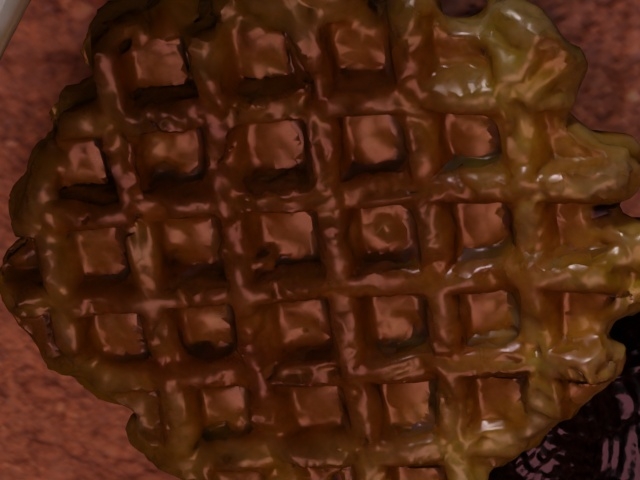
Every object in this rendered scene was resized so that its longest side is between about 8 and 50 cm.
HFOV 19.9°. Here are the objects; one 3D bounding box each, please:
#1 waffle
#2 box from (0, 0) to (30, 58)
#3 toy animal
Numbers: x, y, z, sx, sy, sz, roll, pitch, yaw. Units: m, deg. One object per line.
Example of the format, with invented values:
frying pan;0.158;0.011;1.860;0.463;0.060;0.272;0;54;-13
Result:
waffle;0.000;0.000;0.885;0.302;0.068;0.325;37;116;-6
box;-0.235;-0.194;0.581;0.344;0.352;0.177;29;165;-16
toy animal;0.118;0.087;0.964;0.218;0.116;0.179;-6;133;20
